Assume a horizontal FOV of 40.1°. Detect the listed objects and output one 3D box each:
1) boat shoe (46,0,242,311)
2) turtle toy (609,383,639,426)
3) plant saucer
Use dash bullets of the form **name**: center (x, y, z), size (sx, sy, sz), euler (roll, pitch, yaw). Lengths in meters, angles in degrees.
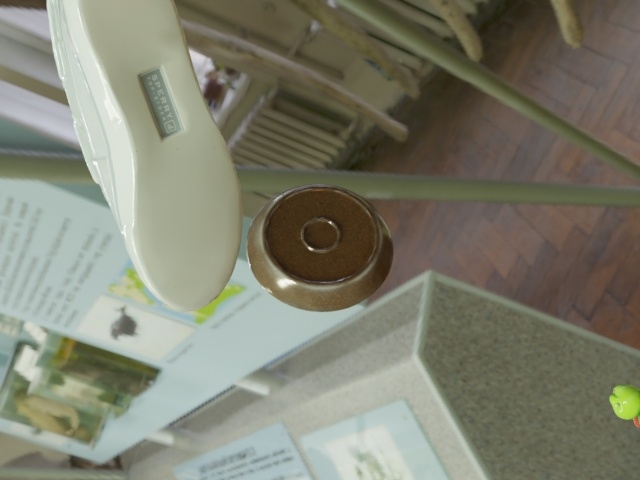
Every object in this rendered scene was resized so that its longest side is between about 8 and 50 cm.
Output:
- **boat shoe**: center (-0.093, -0.051, 0.442), size (0.066, 0.184, 0.063), euler (-33, 31, -26)
- **turtle toy**: center (0.433, 0.225, 1.122), size (0.066, 0.130, 0.095), euler (-51, -4, -3)
- **plant saucer**: center (0.000, 0.000, 0.987), size (0.029, 0.168, 0.168), euler (95, -175, -60)
